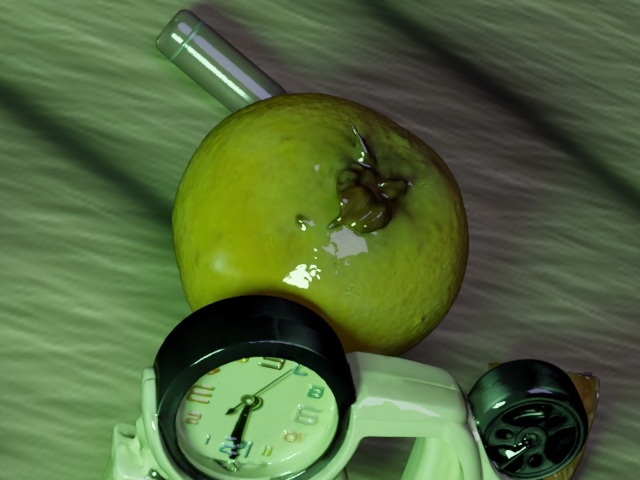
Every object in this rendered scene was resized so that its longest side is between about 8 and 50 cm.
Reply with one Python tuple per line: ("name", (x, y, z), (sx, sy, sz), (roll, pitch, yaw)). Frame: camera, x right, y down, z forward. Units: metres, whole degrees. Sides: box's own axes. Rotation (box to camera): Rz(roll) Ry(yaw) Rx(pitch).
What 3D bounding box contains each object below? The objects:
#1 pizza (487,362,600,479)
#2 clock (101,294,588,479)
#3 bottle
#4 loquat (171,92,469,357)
("pizza", (0.185, 0.204, 1.751), (0.134, 0.056, 0.271), (41, 55, -7))
("clock", (0.017, 0.188, 1.552), (0.379, 0.276, 0.120), (17, 28, -16))
("bottle", (-0.098, -0.168, 1.794), (0.140, 0.053, 0.053), (39, 53, -5))
("loquat", (0.000, 0.000, 1.632), (0.275, 0.275, 0.275), (12, 60, -22))
